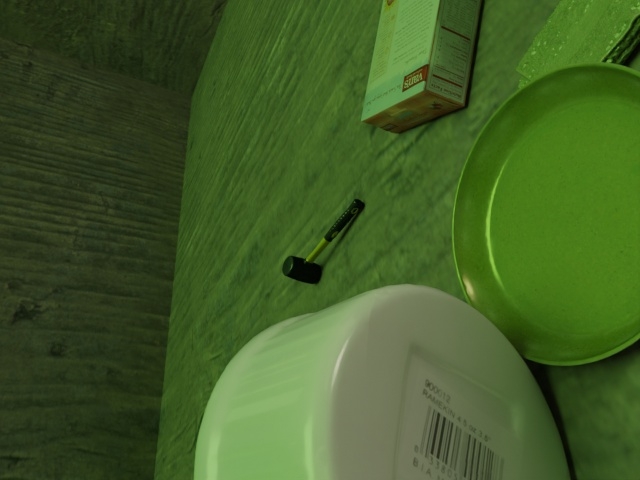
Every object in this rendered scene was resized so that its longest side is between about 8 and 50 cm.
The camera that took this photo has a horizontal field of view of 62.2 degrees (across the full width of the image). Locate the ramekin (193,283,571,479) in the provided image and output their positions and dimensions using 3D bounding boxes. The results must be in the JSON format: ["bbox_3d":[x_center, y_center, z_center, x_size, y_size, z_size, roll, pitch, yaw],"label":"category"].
[{"bbox_3d":[0.060,0.168,0.399,0.135,0.277,0.277,-37,45,45],"label":"ramekin"}]

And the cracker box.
[{"bbox_3d":[0.135,-0.274,0.702,0.156,0.067,0.232,-3,74,66],"label":"cracker box"}]

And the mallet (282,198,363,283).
[{"bbox_3d":[0.000,0.000,0.861,0.189,0.062,0.039,-57,31,36],"label":"mallet"}]

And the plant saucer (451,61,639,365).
[{"bbox_3d":[0.200,-0.020,0.438,0.241,0.037,0.241,-175,90,-66],"label":"plant saucer"}]

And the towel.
[{"bbox_3d":[0.240,-0.186,0.473,0.110,0.027,0.148,-107,36,-50],"label":"towel"}]
